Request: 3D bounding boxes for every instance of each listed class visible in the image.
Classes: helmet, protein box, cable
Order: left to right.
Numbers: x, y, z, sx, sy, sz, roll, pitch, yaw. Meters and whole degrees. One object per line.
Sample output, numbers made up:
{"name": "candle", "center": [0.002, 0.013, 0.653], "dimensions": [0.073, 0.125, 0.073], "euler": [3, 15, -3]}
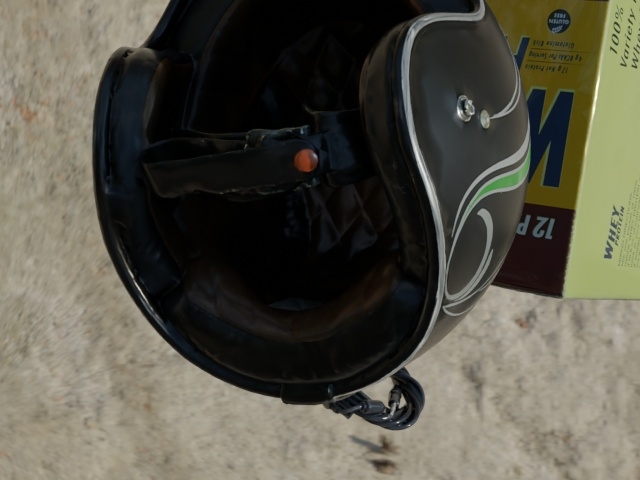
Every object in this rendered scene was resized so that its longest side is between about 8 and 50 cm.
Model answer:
{"name": "helmet", "center": [0.003, -0.037, 0.474], "dimensions": [0.169, 0.169, 0.161], "euler": [40, 33, -8]}
{"name": "cable", "center": [0.046, 0.157, 1.499], "dimensions": [0.150, 0.184, 0.047], "euler": [7, 117, -32]}
{"name": "protein box", "center": [0.131, -0.073, 0.726], "dimensions": [0.201, 0.136, 0.200], "euler": [4, 95, -58]}
